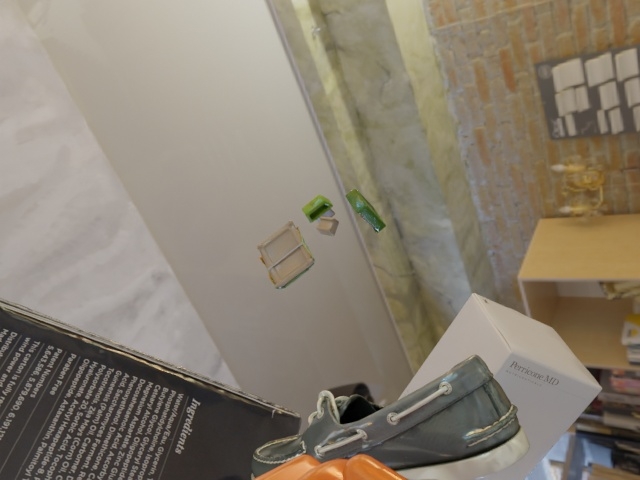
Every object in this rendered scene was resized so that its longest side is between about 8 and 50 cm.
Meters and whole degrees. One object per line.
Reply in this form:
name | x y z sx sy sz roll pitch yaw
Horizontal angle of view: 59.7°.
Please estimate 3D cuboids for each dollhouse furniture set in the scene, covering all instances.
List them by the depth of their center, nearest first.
dollhouse furniture set | 0.000 0.000 0.691 0.058 0.152 0.076 41 -165 -53

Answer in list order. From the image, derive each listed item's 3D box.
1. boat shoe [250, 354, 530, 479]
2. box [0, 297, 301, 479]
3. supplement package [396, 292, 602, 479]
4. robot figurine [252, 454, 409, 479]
boat shoe | 0.044 0.192 0.573 0.116 0.320 0.098 -13 -99 -55
box | -0.352 0.377 0.817 0.472 0.480 0.297 23 -132 -13
supplement package | 0.272 0.272 0.930 0.178 0.292 0.175 23 -160 -14
robot figurine | 0.036 0.241 0.381 0.158 0.220 0.128 -56 -42 -13
